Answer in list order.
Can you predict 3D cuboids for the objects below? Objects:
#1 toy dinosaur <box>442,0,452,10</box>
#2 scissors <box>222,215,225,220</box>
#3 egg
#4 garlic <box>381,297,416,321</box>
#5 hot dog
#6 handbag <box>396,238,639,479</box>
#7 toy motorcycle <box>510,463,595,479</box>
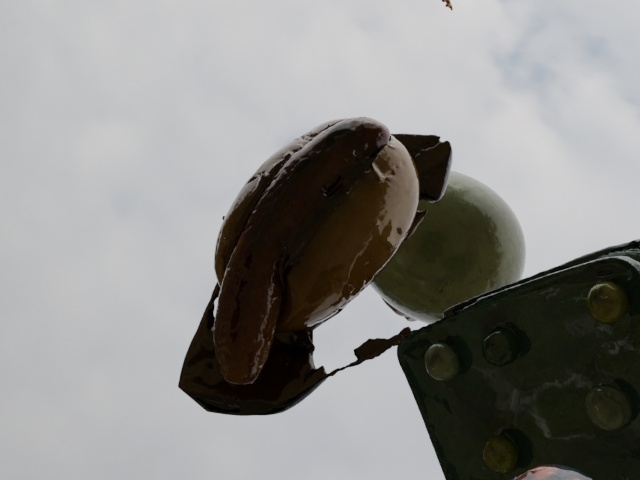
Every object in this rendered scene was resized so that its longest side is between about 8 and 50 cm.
[{"bbox_3d":[0.127,-0.520,1.284,0.117,0.070,0.288,-37,-75,7],"label":"toy dinosaur"},{"bbox_3d":[-0.118,0.049,1.457,0.109,0.300,0.022,-37,-143,-1],"label":"scissors"},{"bbox_3d":[0.155,-0.002,1.013,0.295,0.218,0.218,33,-62,34],"label":"egg"},{"bbox_3d":[0.214,0.074,1.499,0.143,0.229,0.178,-29,-103,36],"label":"garlic"},{"bbox_3d":[-0.004,-0.003,0.614,0.194,0.326,0.107,10,-29,24],"label":"hot dog"},{"bbox_3d":[0.208,0.161,0.578,0.268,0.100,0.274,-27,-106,40],"label":"handbag"},{"bbox_3d":[0.108,0.223,0.367,0.173,0.108,0.307,27,-71,-20],"label":"toy motorcycle"}]
